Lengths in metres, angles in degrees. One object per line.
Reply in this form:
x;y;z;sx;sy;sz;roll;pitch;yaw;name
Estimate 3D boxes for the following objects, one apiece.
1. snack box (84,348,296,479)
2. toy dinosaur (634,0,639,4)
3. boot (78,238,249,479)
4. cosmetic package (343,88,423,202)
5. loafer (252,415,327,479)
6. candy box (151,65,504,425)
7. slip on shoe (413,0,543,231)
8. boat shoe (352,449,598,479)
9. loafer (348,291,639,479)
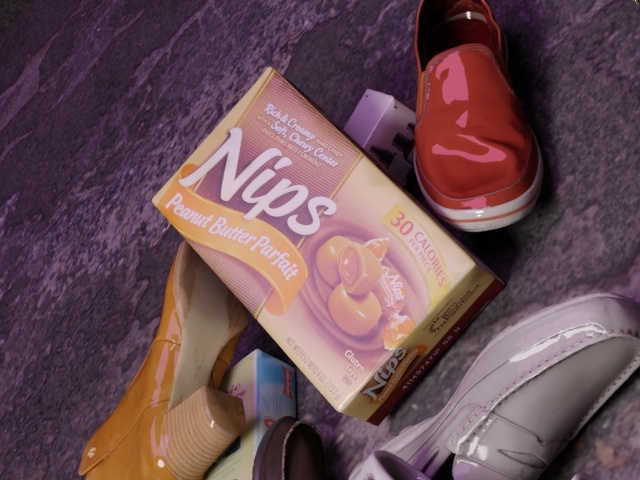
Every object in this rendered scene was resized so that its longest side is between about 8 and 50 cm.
-0.150;0.274;1.412;0.322;0.060;0.187;-39;35;30;snack box
0.325;-0.278;1.230;0.112;0.064;0.211;-35;43;5;toy dinosaur
-0.175;0.151;1.401;0.211;0.104;0.295;-40;37;27;boot
0.035;-0.028;1.375;0.239;0.099;0.060;-60;30;-1;cosmetic package
-0.010;0.258;1.217;0.078;0.080;0.220;-25;48;30;loafer
0.000;0.000;1.268;0.183;0.087;0.316;-48;58;6;candy box
0.140;-0.136;1.286;0.123;0.101;0.331;-13;45;13;slip on shoe
0.150;0.231;0.891;0.367;0.135;0.157;22;88;49;boat shoe
0.141;0.163;1.045;0.319;0.112;0.111;-49;35;31;loafer
